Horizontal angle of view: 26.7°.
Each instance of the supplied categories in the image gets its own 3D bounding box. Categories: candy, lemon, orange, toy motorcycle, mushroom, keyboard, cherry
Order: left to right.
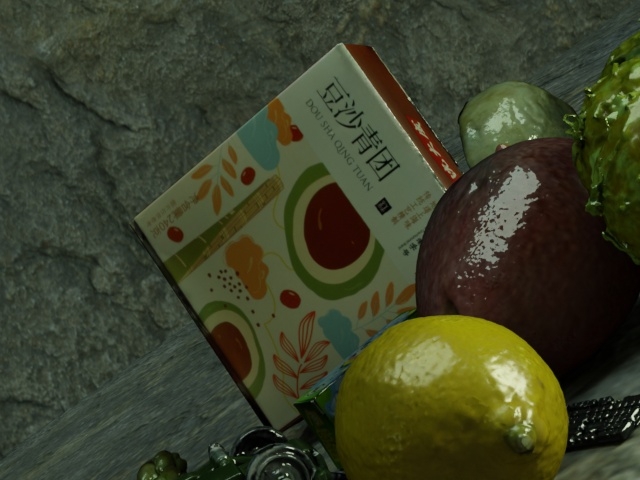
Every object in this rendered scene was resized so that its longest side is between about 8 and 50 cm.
[{"bbox_3d":[-0.103,0.295,1.455,0.275,0.127,0.205,-28,7,-9],"label":"toy motorcycle"},{"bbox_3d":[0.071,0.170,1.562,0.194,0.097,0.062,-37,4,-29],"label":"candy"},{"bbox_3d":[0.109,0.154,1.127,0.187,0.187,0.244,-38,10,-30],"label":"lemon"},{"bbox_3d":[0.350,-0.188,2.310,0.164,0.190,0.267,-33,7,35],"label":"mushroom"},{"bbox_3d":[0.212,0.030,1.381,0.261,0.221,0.307,-46,10,44],"label":"cherry"},{"bbox_3d":[0.220,0.168,1.212,0.060,0.018,0.195,-42,10,-33],"label":"keyboard"},{"bbox_3d":[0.378,-0.074,1.211,0.300,0.223,0.301,14,42,27],"label":"orange"}]

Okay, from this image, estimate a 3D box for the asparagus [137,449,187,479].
[{"bbox_3d":[-0.218,0.340,1.829,0.080,0.080,0.287,-33,6,5],"label":"asparagus"}]

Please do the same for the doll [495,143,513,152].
[{"bbox_3d":[0.279,-0.050,1.837,0.162,0.167,0.269,12,9,12],"label":"doll"}]

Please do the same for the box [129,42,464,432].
[{"bbox_3d":[0.000,0.000,1.733,0.385,0.345,0.122,-38,-10,21],"label":"box"}]
